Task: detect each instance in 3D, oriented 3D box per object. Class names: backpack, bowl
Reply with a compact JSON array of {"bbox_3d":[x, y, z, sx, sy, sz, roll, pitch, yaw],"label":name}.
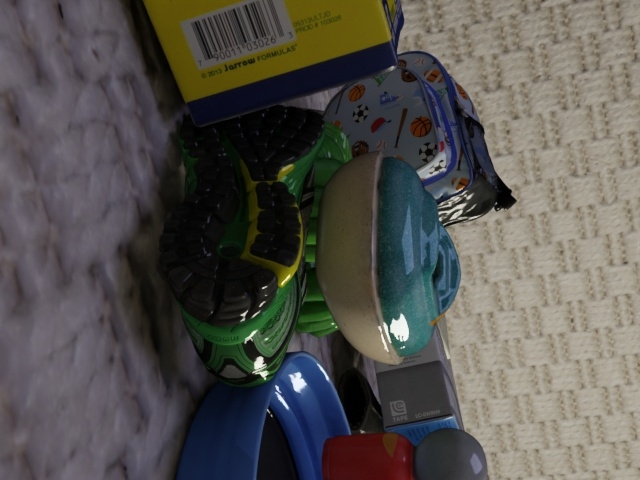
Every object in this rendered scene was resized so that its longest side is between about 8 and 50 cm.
[{"bbox_3d":[0.116,-0.142,1.126,0.213,0.276,0.263,40,38,-51],"label":"backpack"},{"bbox_3d":[-0.028,0.299,0.683,0.391,0.077,0.391,-9,90,-77],"label":"bowl"}]

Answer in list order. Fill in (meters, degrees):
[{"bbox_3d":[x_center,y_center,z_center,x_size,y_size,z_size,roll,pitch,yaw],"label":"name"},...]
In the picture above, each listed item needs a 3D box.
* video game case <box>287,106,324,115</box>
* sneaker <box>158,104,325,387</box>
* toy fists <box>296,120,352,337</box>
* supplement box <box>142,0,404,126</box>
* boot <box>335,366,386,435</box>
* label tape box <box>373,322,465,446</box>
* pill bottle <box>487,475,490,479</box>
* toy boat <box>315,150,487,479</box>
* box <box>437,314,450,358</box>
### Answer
[{"bbox_3d":[0.002,-0.066,1.169,0.248,0.035,0.274,-35,115,-76],"label":"video game case"},{"bbox_3d":[-0.070,-0.018,0.689,0.343,0.134,0.146,-81,175,-51],"label":"sneaker"},{"bbox_3d":[0.000,0.000,0.909,0.142,0.096,0.279,-74,167,-46],"label":"toy fists"},{"bbox_3d":[-0.067,-0.313,0.656,0.194,0.195,0.356,-75,148,-61],"label":"supplement box"},{"bbox_3d":[0.084,0.312,1.157,0.208,0.076,0.189,71,1,-58],"label":"boot"},{"bbox_3d":[0.146,0.177,1.221,0.240,0.106,0.333,63,15,-54],"label":"label tape box"},{"bbox_3d":[0.217,0.467,1.382,0.318,0.176,0.176,42,40,-69],"label":"pill bottle"},{"bbox_3d":[0.083,0.086,0.733,0.267,0.148,0.318,52,38,-68],"label":"toy boat"},{"bbox_3d":[0.193,0.153,1.620,0.232,0.127,0.148,61,23,-55],"label":"box"}]
